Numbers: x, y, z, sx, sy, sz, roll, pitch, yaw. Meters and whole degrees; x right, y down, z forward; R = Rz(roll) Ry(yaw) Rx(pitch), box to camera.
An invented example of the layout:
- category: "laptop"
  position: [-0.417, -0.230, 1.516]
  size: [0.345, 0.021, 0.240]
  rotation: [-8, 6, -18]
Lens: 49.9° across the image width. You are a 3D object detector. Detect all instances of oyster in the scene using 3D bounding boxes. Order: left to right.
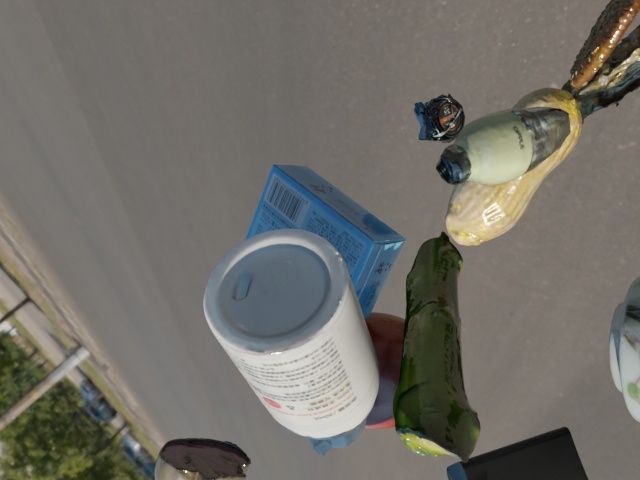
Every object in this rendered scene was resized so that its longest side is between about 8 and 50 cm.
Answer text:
- category: "oyster"
  position: [0.637, -0.367, 1.476]
  size: [0.096, 0.221, 0.361]
  rotation: [43, 137, -19]

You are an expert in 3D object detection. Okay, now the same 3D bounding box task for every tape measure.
- category: "tape measure"
  position: [0.224, -0.224, 1.285]
  size: [0.054, 0.094, 0.091]
  rotation: [7, 112, 58]

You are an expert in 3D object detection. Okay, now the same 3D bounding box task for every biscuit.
- category: "biscuit"
  position: [0.558, -0.427, 1.303]
  size: [0.038, 0.305, 0.305]
  rotation: [30, 156, 5]

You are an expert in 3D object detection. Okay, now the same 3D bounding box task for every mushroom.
- category: "mushroom"
  position: [-0.222, 0.432, 1.265]
  size: [0.188, 0.117, 0.141]
  rotation: [8, -157, -44]

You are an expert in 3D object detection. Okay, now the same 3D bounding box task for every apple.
- category: "apple"
  position: [0.089, 0.203, 1.067]
  size: [0.168, 0.181, 0.181]
  rotation: [11, 145, 21]

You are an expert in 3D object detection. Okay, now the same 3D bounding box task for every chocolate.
- category: "chocolate"
  position: [0.327, -0.121, 1.176]
  size: [0.134, 0.134, 0.309]
  rotation: [40, 113, 15]

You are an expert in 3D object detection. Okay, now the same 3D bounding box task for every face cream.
- category: "face cream"
  position: [-0.005, 0.148, 0.794]
  size: [0.145, 0.145, 0.370]
  rotation: [33, 159, 31]

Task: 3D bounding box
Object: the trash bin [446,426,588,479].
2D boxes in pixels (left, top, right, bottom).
- category: "trash bin"
  position: [0.369, 0.461, 1.276]
  size: [0.115, 0.225, 0.165]
  rotation: [110, 146, -63]

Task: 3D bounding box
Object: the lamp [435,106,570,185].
- category: "lamp"
  position: [0.254, -0.132, 0.929]
  size: [0.101, 0.250, 0.101]
  rotation: [40, 143, 41]

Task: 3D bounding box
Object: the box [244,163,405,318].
- category: "box"
  position: [0.000, 0.000, 1.042]
  size: [0.232, 0.083, 0.143]
  rotation: [38, 117, 32]

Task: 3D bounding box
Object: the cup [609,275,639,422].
- category: "cup"
  position: [0.618, 0.195, 1.219]
  size: [0.163, 0.347, 0.347]
  rotation: [-2, 130, 39]

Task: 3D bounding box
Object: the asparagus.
- category: "asparagus"
  position: [0.126, 0.110, 0.768]
  size: [0.082, 0.343, 0.085]
  rotation: [10, 126, 0]
